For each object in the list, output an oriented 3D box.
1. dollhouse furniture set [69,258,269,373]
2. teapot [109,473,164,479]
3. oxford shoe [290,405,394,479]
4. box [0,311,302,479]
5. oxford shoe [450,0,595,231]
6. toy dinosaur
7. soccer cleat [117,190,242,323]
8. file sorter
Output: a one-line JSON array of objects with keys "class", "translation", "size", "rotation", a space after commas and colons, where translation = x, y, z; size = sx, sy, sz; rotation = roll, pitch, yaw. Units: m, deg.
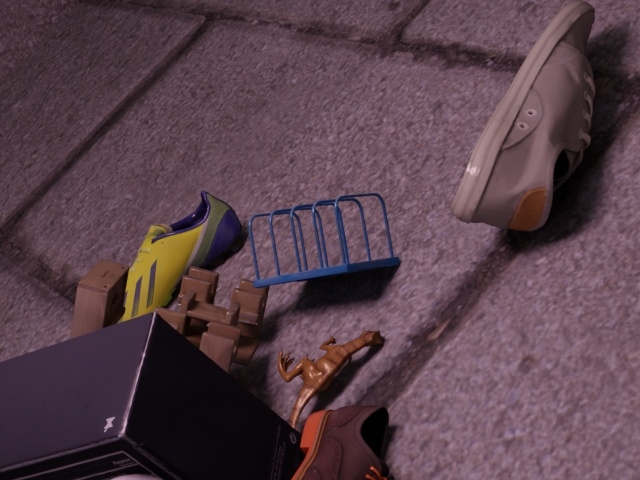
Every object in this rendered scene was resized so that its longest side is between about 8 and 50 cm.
[{"class": "dollhouse furniture set", "translation": [-0.211, 0.143, 1.928], "size": [0.242, 0.161, 0.212], "rotation": [14, 20, 6]}, {"class": "teapot", "translation": [-0.230, 0.420, 1.533], "size": [0.252, 0.187, 0.256], "rotation": [-44, 31, 42]}, {"class": "oxford shoe", "translation": [0.027, 0.284, 1.601], "size": [0.098, 0.097, 0.271], "rotation": [-19, 35, 21]}, {"class": "box", "translation": [-0.229, 0.260, 1.692], "size": [0.296, 0.294, 0.182], "rotation": [-18, 45, 31]}, {"class": "oxford shoe", "translation": [0.301, -0.161, 1.879], "size": [0.130, 0.169, 0.449], "rotation": [23, 46, 8]}, {"class": "toy dinosaur", "translation": [-0.009, 0.179, 1.810], "size": [0.211, 0.064, 0.112], "rotation": [-51, 33, -18]}, {"class": "soccer cleat", "translation": [-0.255, 0.035, 2.216], "size": [0.289, 0.121, 0.093], "rotation": [-40, 30, 0]}, {"class": "file sorter", "translation": [0.000, 0.000, 1.950], "size": [0.170, 0.104, 0.118], "rotation": [-12, -4, 40]}]
